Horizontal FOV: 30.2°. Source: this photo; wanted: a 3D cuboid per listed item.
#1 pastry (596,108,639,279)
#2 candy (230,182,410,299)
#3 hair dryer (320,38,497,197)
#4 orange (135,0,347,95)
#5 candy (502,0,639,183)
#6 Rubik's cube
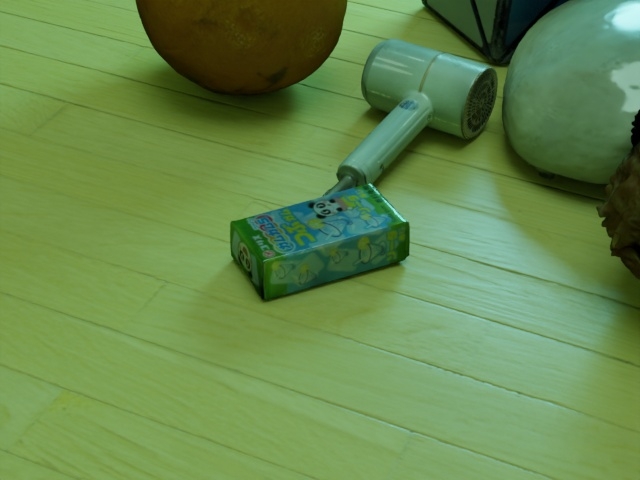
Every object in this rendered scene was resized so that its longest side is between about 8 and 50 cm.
[{"bbox_3d":[0.478,-0.077,1.300,0.292,0.405,0.337,42,81,16],"label":"pastry"},{"bbox_3d":[0.000,0.000,1.409,0.194,0.062,0.097,-16,41,-21],"label":"candy"},{"bbox_3d":[0.083,-0.144,1.592,0.173,0.107,0.357,20,46,27],"label":"hair dryer"},{"bbox_3d":[-0.111,-0.358,1.696,0.312,0.312,0.312,1,36,-1],"label":"orange"},{"bbox_3d":[0.439,-0.239,1.649,0.386,0.186,0.427,-5,33,3],"label":"candy"},{"bbox_3d":[0.331,-0.464,1.892,0.259,0.260,0.255,-13,40,-24],"label":"Rubik's cube"}]
